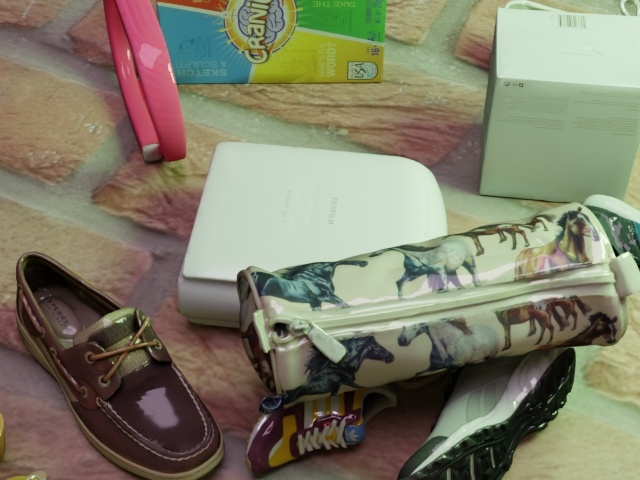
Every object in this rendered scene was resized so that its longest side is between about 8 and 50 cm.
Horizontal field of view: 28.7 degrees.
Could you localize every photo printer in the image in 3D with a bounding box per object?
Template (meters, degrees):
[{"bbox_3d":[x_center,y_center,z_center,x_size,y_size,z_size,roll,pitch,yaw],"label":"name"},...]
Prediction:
[{"bbox_3d":[0.000,0.000,1.528,0.307,0.107,0.256,6,48,6],"label":"photo printer"}]

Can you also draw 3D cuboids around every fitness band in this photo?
[{"bbox_3d":[-0.239,-0.232,1.670,0.054,0.209,0.291,-15,49,-12],"label":"fitness band"}]

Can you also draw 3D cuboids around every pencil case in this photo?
[{"bbox_3d":[0.119,0.069,1.325,0.410,0.160,0.183,-11,9,-5],"label":"pencil case"}]

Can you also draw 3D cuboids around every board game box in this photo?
[{"bbox_3d":[-0.067,-0.327,1.739,0.316,0.242,0.064,-1,49,0],"label":"board game box"}]

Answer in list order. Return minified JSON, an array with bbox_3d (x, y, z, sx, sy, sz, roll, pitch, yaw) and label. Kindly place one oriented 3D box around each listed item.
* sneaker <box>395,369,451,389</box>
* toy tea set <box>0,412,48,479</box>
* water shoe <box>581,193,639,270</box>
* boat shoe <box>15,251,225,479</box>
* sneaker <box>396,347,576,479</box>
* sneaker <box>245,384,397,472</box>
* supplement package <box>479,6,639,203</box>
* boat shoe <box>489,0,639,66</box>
[{"bbox_3d":[0.153,0.119,1.444,0.066,0.071,0.188,32,58,29],"label":"sneaker"},{"bbox_3d":[-0.418,0.213,1.317,0.200,0.124,0.336,-27,53,-23],"label":"toy tea set"},{"bbox_3d":[0.407,0.015,1.556,0.203,0.073,0.080,25,74,26],"label":"water shoe"},{"bbox_3d":[-0.235,0.130,1.395,0.123,0.123,0.342,-30,54,-25],"label":"boat shoe"},{"bbox_3d":[0.169,0.195,1.369,0.108,0.100,0.271,23,46,36],"label":"sneaker"},{"bbox_3d":[0.002,0.200,1.369,0.084,0.070,0.185,32,56,32],"label":"sneaker"},{"bbox_3d":[0.312,-0.173,1.624,0.194,0.203,0.149,5,47,4],"label":"supplement package"},{"bbox_3d":[0.415,-0.259,1.735,0.367,0.156,0.136,23,52,20],"label":"boat shoe"}]
